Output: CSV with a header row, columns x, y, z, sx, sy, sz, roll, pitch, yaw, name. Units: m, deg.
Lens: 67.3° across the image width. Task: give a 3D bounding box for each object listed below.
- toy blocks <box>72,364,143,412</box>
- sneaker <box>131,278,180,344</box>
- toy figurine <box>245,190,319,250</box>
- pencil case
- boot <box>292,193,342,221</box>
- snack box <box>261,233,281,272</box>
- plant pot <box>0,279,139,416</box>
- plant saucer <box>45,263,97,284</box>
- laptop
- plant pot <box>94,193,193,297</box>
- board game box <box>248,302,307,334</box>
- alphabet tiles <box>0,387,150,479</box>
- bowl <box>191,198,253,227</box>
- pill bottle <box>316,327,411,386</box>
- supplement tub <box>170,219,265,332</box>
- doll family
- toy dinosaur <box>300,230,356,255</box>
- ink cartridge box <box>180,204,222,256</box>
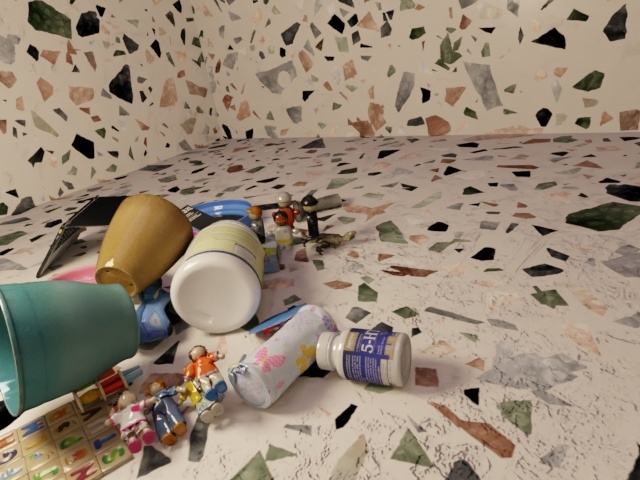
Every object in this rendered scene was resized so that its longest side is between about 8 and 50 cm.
x,y,z,sx,sy,sz,roll,pitch,yaw,name
-0.502,0.325,1.128,0.148,0.054,0.123,-24,27,-32,toy blocks
-0.471,0.196,1.389,0.147,0.129,0.330,-1,24,-16,sneaker
-0.124,-0.073,1.636,0.210,0.148,0.213,-25,29,-38,toy figurine
-0.078,0.253,1.079,0.124,0.113,0.273,3,26,40,pencil case
-0.011,-0.142,2.037,0.209,0.075,0.189,-4,25,-4,boot
-0.228,0.048,1.666,0.175,0.070,0.207,-10,21,0,snack box
-0.554,0.203,1.054,0.255,0.271,0.272,-12,19,-42,plant pot
-0.701,0.140,1.559,0.333,0.084,0.332,-5,11,1,plant saucer
-0.912,-0.031,2.004,0.237,0.407,0.382,31,17,-15,laptop
-0.515,0.036,1.357,0.238,0.237,0.254,-4,38,13,plant pot
-0.105,0.217,1.252,0.169,0.033,0.133,-25,3,21,board game box
-0.541,0.428,0.985,0.343,0.011,0.285,-24,27,-31,alphabet tiles
-0.469,-0.072,2.031,0.392,0.077,0.391,-8,23,4,bowl
0.092,0.245,1.031,0.187,0.111,0.112,1,25,23,pill bottle
-0.281,0.088,1.385,0.236,0.235,0.324,-9,23,1,supplement tub
-0.303,0.334,1.011,0.263,0.118,0.163,-31,39,-15,doll family
0.000,0.000,1.710,0.268,0.063,0.118,4,23,39,toy dinosaur
-0.465,-0.031,1.703,0.371,0.069,0.176,21,47,33,ink cartridge box
